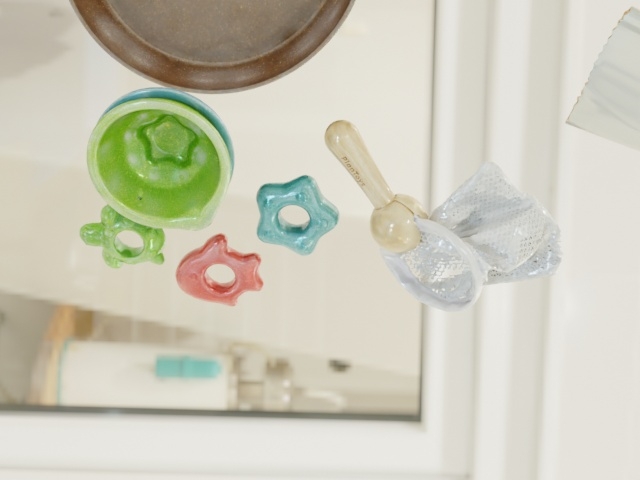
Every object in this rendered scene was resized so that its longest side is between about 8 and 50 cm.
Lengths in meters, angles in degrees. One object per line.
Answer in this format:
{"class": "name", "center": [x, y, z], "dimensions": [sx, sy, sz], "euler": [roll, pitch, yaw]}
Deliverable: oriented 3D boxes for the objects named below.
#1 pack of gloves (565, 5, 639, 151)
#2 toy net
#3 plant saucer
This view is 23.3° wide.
{"class": "pack of gloves", "center": [0.218, -0.038, 0.556], "dimensions": [0.195, 0.232, 0.046], "euler": [108, 4, -62]}
{"class": "toy net", "center": [0.000, 0.000, 0.747], "dimensions": [0.045, 0.232, 0.122], "euler": [-78, -175, -59]}
{"class": "plant saucer", "center": [-0.058, -0.163, 0.839], "dimensions": [0.029, 0.168, 0.168], "euler": [-77, 168, -84]}
